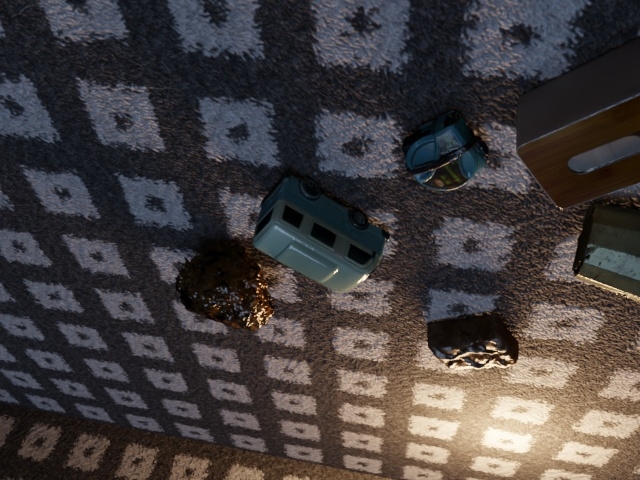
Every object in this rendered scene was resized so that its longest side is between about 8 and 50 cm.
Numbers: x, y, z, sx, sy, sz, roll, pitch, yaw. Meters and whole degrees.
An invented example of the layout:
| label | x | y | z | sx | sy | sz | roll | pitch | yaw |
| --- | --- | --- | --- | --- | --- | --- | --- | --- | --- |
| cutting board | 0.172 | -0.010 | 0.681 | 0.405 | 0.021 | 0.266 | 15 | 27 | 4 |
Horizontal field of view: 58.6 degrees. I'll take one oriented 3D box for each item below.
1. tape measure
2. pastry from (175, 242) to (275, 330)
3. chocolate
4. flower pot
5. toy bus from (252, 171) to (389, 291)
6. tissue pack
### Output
| label | x | y | z | sx | sy | sz | roll | pitch | yaw |
| --- | --- | --- | --- | --- | --- | --- | --- | --- | --- |
| tape measure | 0.221 | -0.151 | 1.019 | 0.146 | 0.081 | 0.125 | -22 | 125 | 38 |
| pastry | -0.224 | 0.112 | 1.420 | 0.275 | 0.192 | 0.275 | 16 | 167 | 4 |
| chocolate | 0.382 | 0.268 | 1.461 | 0.214 | 0.093 | 0.148 | -18 | 129 | 34 |
| flower pot | 0.580 | 0.033 | 1.041 | 0.203 | 0.212 | 0.212 | 12 | 142 | 17 |
| toy bus | 0.000 | 0.000 | 1.205 | 0.271 | 0.164 | 0.133 | 30 | 139 | -17 |
| tissue pack | 0.444 | -0.181 | 0.867 | 0.246 | 0.136 | 0.159 | -24 | 128 | 39 |
